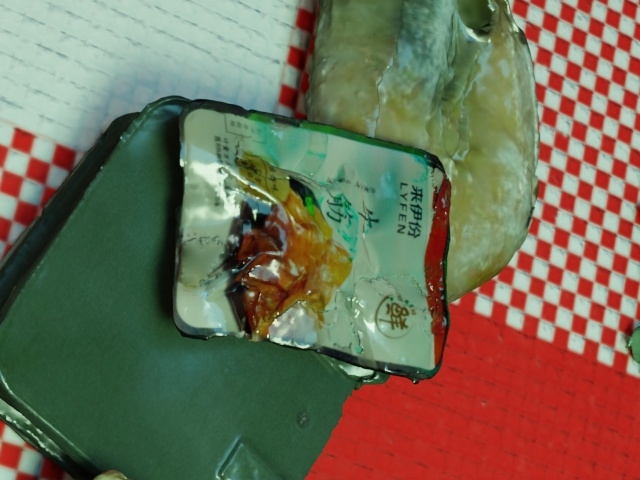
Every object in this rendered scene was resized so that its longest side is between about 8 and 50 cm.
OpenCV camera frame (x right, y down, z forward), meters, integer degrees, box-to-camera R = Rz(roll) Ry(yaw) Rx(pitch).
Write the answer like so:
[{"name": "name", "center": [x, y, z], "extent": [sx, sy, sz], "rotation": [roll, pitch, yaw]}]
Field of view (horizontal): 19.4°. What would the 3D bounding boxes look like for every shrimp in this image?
[{"name": "shrimp", "center": [0.088, -0.171, 1.398], "extent": [0.221, 0.110, 0.445], "rotation": [9, 79, -38]}]

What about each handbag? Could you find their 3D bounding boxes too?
[{"name": "handbag", "center": [-0.086, 0.066, 1.244], "extent": [0.260, 0.079, 0.247], "rotation": [43, 60, -20]}]

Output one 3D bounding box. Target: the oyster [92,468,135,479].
[{"name": "oyster", "center": [-0.097, 0.248, 1.185], "extent": [0.232, 0.161, 0.107], "rotation": [53, 28, -11]}]

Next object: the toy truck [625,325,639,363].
[{"name": "toy truck", "center": [0.303, 0.041, 1.515], "extent": [0.078, 0.080, 0.154], "rotation": [34, 60, -53]}]

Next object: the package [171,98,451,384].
[{"name": "package", "center": [0.000, 0.000, 1.246], "extent": [0.232, 0.040, 0.166], "rotation": [13, 75, -34]}]
